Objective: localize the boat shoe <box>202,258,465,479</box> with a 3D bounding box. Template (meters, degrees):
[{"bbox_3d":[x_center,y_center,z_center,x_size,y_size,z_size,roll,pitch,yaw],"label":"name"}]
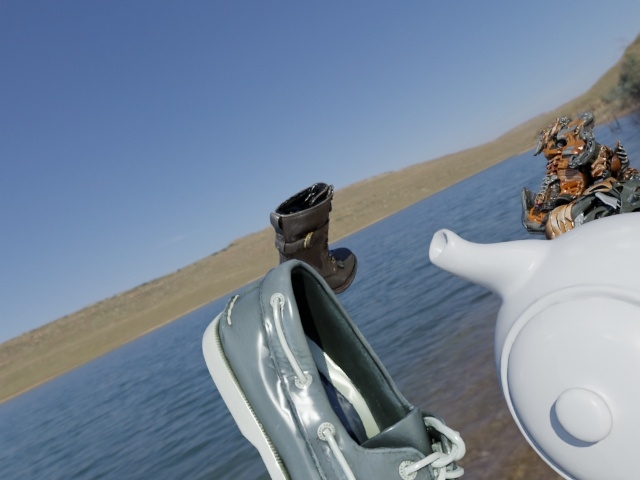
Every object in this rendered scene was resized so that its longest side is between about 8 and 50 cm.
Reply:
[{"bbox_3d":[0.040,0.149,0.334,0.099,0.319,0.116,-48,-22,21],"label":"boat shoe"}]

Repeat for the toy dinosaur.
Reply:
[{"bbox_3d":[0.357,-0.027,0.610,0.218,0.322,0.164,-22,-18,41],"label":"toy dinosaur"}]

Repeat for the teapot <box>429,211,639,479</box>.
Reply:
[{"bbox_3d":[0.233,0.104,0.368,0.187,0.252,0.256,-10,5,-43],"label":"teapot"}]

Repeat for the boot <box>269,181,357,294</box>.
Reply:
[{"bbox_3d":[0.000,0.000,0.924,0.091,0.229,0.263,24,34,27],"label":"boot"}]
